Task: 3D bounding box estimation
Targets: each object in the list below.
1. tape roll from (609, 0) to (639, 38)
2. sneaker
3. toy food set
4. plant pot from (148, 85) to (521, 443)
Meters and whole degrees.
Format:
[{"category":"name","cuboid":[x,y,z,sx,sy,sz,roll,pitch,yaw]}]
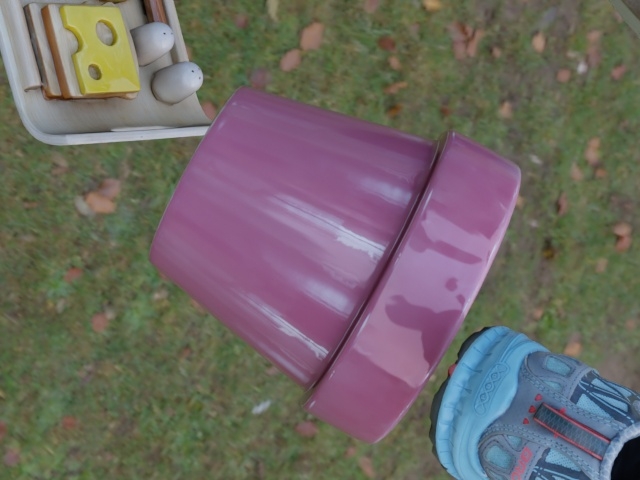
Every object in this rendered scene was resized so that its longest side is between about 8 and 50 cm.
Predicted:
[{"category":"tape roll","cuboid":[0.232,-0.241,0.838,0.072,0.392,0.392,-37,135,12]},{"category":"sneaker","cuboid":[0.167,0.137,0.616,0.262,0.125,0.104,29,84,-45]},{"category":"toy food set","cuboid":[-0.187,-0.236,1.027,0.219,0.092,0.306,-13,87,-52]},{"category":"plant pot","cuboid":[0.000,0.000,0.720,0.180,0.201,0.201,27,87,-1]}]
